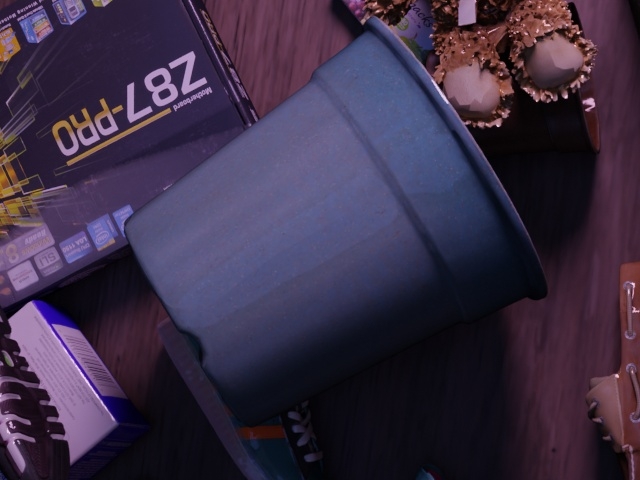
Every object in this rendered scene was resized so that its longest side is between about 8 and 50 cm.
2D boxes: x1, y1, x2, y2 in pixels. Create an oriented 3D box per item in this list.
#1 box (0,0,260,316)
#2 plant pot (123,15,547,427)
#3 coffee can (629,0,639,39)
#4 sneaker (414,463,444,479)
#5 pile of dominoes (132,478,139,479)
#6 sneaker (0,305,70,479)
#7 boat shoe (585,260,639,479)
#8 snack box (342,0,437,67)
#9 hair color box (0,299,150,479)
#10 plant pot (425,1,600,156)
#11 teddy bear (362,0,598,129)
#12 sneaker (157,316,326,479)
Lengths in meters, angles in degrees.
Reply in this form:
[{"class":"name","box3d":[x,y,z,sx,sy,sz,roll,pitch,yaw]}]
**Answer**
[{"class":"box","box3d":[-0.284,-0.130,1.731,0.395,0.097,0.318,-26,86,9]},{"class":"plant pot","box3d":[0.000,0.000,1.533,0.334,0.341,0.341,-31,84,-2]},{"class":"coffee can","box3d":[0.470,-0.277,1.559,0.275,0.201,0.201,-16,86,8]},{"class":"sneaker","box3d":[0.086,0.334,1.644,0.295,0.124,0.178,5,93,3]},{"class":"pile of dominoes","box3d":[-0.234,0.421,1.751,0.196,0.040,0.251,-28,93,7]},{"class":"sneaker","box3d":[-0.388,0.194,1.634,0.162,0.106,0.281,-36,62,13]},{"class":"boat shoe","box3d":[0.350,0.175,1.619,0.120,0.122,0.324,8,82,14]},{"class":"snack box","box3d":[0.093,-0.269,1.703,0.100,0.037,0.141,-40,83,5]},{"class":"hair color box","box3d":[-0.387,0.249,1.723,0.339,0.110,0.185,-39,73,5]},{"class":"plant pot","box3d":[0.209,-0.163,1.628,0.165,0.167,0.167,-8,87,17]},{"class":"teddy bear","box3d":[0.173,-0.270,1.563,0.245,0.113,0.338,-39,59,14]},{"class":"sneaker","box3d":[-0.058,0.181,1.677,0.121,0.108,0.302,-37,79,8]}]
